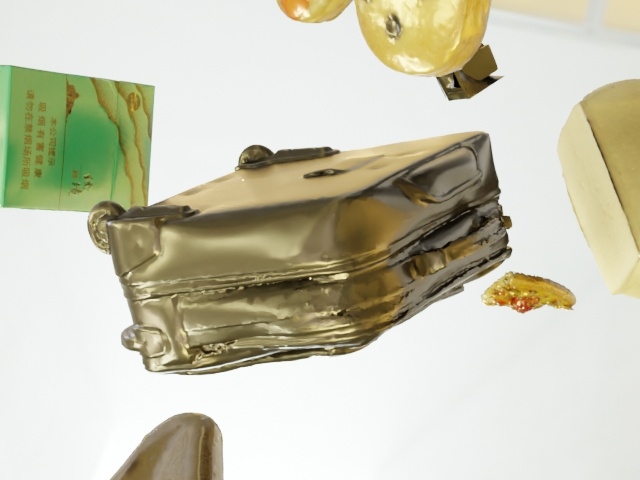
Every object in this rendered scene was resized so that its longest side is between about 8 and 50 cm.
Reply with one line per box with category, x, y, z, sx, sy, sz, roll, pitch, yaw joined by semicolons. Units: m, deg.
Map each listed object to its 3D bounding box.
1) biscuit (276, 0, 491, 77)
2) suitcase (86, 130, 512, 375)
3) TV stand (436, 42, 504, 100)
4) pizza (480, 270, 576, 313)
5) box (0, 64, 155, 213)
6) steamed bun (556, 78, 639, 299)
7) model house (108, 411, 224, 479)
biscuit;0.013;-0.186;0.877;0.030;0.153;0.234;-11;-118;-42
suitcase;0.000;0.000;1.580;0.339;0.188;0.345;-8;-172;30
TV stand;0.089;-0.250;1.473;0.049;0.256;0.040;-32;-165;-21
pizza;0.168;0.050;1.360;0.083;0.025;0.078;17;155;-38
box;-0.286;-0.112;1.879;0.042;0.161;0.226;6;-179;39
steamed bun;0.392;-0.062;1.904;0.164;0.146;0.242;-12;-114;-15
model house;-0.068;0.234;0.870;0.188;0.229;0.122;43;164;-18
